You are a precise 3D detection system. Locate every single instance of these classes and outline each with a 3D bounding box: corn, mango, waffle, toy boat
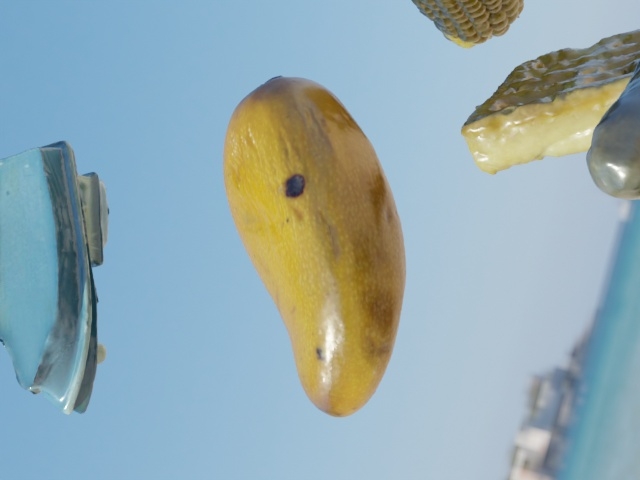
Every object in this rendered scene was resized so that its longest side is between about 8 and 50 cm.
[{"bbox_3d":[0.107,-0.284,1.766,0.347,0.130,0.130,55,-132,-59],"label":"corn"},{"bbox_3d":[0.005,-0.002,1.668,0.295,0.120,0.177,69,156,16],"label":"mango"},{"bbox_3d":[0.226,-0.124,1.673,0.274,0.168,0.057,-45,-61,-67],"label":"waffle"},{"bbox_3d":[-0.231,0.036,1.727,0.098,0.109,0.238,14,-113,-53],"label":"toy boat"}]

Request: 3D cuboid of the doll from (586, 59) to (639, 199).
[{"bbox_3d":[0.334,-0.013,1.247,0.382,0.378,0.252,-31,-68,-36],"label":"doll"}]
